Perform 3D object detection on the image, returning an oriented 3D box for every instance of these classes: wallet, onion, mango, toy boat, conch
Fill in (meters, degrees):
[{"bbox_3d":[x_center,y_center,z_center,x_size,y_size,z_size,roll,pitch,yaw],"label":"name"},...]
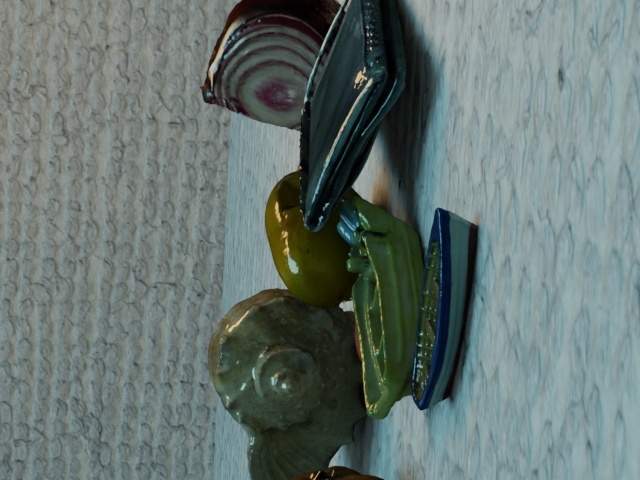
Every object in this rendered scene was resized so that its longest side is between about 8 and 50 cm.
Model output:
[{"bbox_3d":[0.039,-0.182,1.775,0.342,0.075,0.237,-93,27,-59],"label":"wallet"},{"bbox_3d":[-0.046,-0.288,2.092,0.206,0.216,0.207,-72,1,-62],"label":"onion"},{"bbox_3d":[0.000,0.000,1.823,0.130,0.167,0.262,-36,23,16],"label":"mango"},{"bbox_3d":[0.126,0.070,1.458,0.080,0.046,0.229,-106,21,-63],"label":"toy boat"},{"bbox_3d":[0.080,0.072,1.639,0.111,0.084,0.276,108,158,-50],"label":"toy boat"},{"bbox_3d":[-0.031,0.213,1.954,0.352,0.210,0.297,-3,-85,-79],"label":"conch"}]

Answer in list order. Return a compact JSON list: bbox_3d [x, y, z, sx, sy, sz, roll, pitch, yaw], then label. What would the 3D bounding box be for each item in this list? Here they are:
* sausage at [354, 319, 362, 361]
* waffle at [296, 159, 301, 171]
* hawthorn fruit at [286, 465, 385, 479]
[{"bbox_3d":[0.072,0.115,1.728,0.094,0.059,0.054,-93,28,-43],"label":"sausage"},{"bbox_3d":[-0.027,-0.102,2.439,0.083,0.029,0.075,102,166,-57],"label":"waffle"},{"bbox_3d":[0.021,0.394,1.650,0.199,0.199,0.251,-139,41,-78],"label":"hawthorn fruit"}]
